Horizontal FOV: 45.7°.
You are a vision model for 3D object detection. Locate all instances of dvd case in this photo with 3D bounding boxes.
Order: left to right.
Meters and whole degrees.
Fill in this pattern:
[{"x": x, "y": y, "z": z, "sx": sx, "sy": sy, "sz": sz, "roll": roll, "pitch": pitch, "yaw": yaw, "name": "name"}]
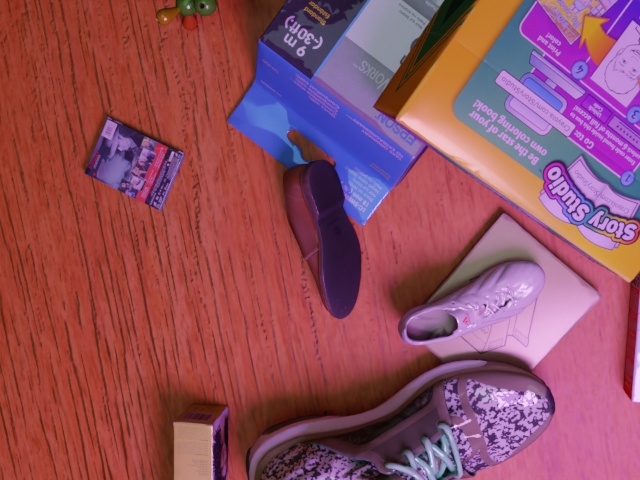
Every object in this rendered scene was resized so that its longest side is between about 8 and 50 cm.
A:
[{"x": -0.255, "y": -0.105, "z": 1.041, "sx": 0.119, "sy": 0.013, "sz": 0.087, "roll": 25, "pitch": 99, "yaw": 4, "name": "dvd case"}]

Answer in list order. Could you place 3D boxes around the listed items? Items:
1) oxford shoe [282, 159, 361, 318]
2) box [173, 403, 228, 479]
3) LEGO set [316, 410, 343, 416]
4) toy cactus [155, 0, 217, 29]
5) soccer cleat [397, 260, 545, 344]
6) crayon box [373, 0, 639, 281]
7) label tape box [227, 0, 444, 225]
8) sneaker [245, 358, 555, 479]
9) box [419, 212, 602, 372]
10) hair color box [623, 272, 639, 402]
[{"x": 0.000, "y": 0.000, "z": 0.997, "sx": 0.076, "sy": 0.076, "sz": 0.213, "roll": -1, "pitch": 105, "yaw": 44, "name": "oxford shoe"}, {"x": -0.163, "y": 0.349, "z": 1.039, "sx": 0.058, "sy": 0.087, "sz": 0.233, "roll": 3, "pitch": 97, "yaw": 8, "name": "box"}, {"x": 0.007, "y": 0.256, "z": 1.040, "sx": 0.083, "sy": 0.023, "sz": 0.054, "roll": 6, "pitch": 95, "yaw": 21, "name": "LEGO set"}, {"x": -0.135, "y": -0.364, "z": 0.968, "sx": 0.218, "sy": 0.112, "sz": 0.181, "roll": -4, "pitch": 76, "yaw": 11, "name": "toy cactus"}, {"x": 0.189, "y": 0.084, "z": 0.943, "sx": 0.196, "sy": 0.076, "sz": 0.068, "roll": -25, "pitch": 91, "yaw": 10, "name": "soccer cleat"}, {"x": 0.296, "y": -0.175, "z": 0.847, "sx": 0.362, "sy": 0.106, "sz": 0.313, "roll": 31, "pitch": 101, "yaw": -20, "name": "crayon box"}, {"x": 0.059, "y": -0.214, "z": 0.939, "sx": 0.240, "sy": 0.106, "sz": 0.334, "roll": 38, "pitch": 99, "yaw": 3, "name": "label tape box"}, {"x": 0.101, "y": 0.283, "z": 0.929, "sx": 0.410, "sy": 0.182, "sz": 0.158, "roll": -22, "pitch": 106, "yaw": 5, "name": "sneaker"}, {"x": 0.233, "y": 0.092, "z": 0.988, "sx": 0.164, "sy": 0.021, "sz": 0.201, "roll": 41, "pitch": 100, "yaw": 2, "name": "box"}, {"x": 0.435, "y": 0.117, "z": 0.946, "sx": 0.093, "sy": 0.053, "sz": 0.167, "roll": 3, "pitch": 98, "yaw": 9, "name": "hair color box"}]
